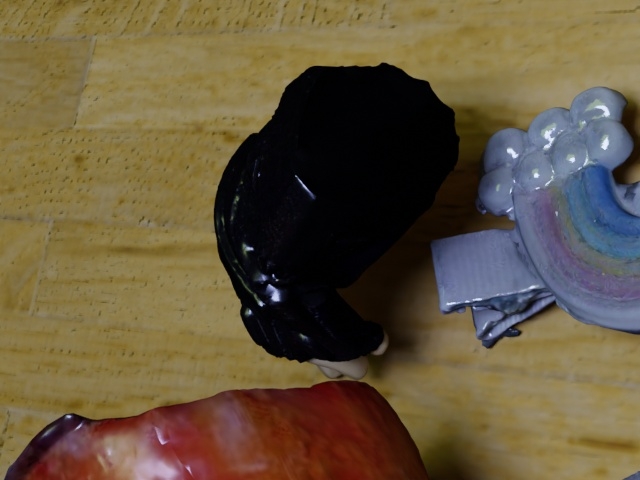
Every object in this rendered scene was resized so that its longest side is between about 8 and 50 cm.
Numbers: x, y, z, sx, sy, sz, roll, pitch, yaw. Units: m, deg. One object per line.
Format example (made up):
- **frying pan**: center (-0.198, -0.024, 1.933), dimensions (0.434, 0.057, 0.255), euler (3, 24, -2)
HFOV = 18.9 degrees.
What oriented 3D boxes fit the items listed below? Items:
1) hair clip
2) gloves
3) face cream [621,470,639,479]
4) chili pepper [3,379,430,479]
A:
- **hair clip**: center (0.152, -0.015, 0.932), dimensions (0.220, 0.054, 0.140), euler (-25, 54, 29)
- **gloves**: center (0.000, 0.000, 0.983), dimensions (0.124, 0.164, 0.203), euler (39, 138, 2)
- **face cream**: center (0.153, 0.247, 0.824), dimensions (0.143, 0.089, 0.314), euler (-35, 45, 31)
- **chili pepper**: center (-0.027, 0.240, 0.871), dimensions (0.251, 0.229, 0.305), euler (-43, 53, 42)
